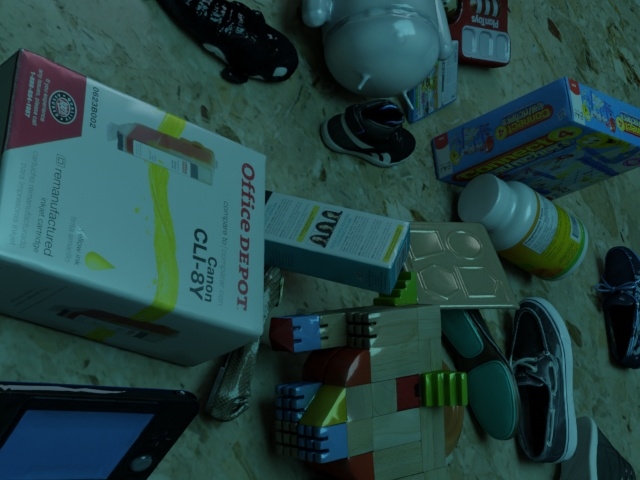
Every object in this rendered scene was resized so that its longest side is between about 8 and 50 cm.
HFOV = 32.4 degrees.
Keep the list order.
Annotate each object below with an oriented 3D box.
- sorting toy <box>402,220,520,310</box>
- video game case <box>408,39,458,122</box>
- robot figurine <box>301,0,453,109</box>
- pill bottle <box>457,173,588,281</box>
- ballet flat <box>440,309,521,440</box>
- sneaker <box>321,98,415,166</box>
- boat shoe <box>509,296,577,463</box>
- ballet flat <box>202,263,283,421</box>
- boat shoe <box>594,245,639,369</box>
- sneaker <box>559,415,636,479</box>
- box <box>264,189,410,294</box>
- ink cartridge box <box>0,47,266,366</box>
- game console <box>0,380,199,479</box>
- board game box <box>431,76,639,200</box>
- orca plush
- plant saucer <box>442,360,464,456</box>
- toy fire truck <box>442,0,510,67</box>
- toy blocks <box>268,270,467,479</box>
[{"bbox_3d":[0.220,0.045,1.871,0.208,0.038,0.193,4,46,-24],"label":"sorting toy"},{"bbox_3d":[0.212,-0.300,2.066,0.166,0.015,0.119,-32,129,-48],"label":"video game case"},{"bbox_3d":[0.100,-0.396,1.905,0.300,0.200,0.353,9,64,-26],"label":"robot figurine"},{"bbox_3d":[0.373,-0.028,2.053,0.246,0.136,0.136,28,53,-34],"label":"pill bottle"},{"bbox_3d":[0.281,0.200,1.888,0.096,0.095,0.280,-17,84,-60],"label":"ballet flat"},{"bbox_3d":[0.117,-0.185,1.880,0.217,0.121,0.079,3,70,-45],"label":"sneaker"},{"bbox_3d":[0.380,0.245,1.961,0.102,0.108,0.301,10,72,-44],"label":"boat shoe"},{"bbox_3d":[-0.095,0.143,1.533,0.058,0.084,0.249,22,55,-1],"label":"ballet flat"},{"bbox_3d":[0.629,0.131,2.260,0.089,0.109,0.258,8,63,-39],"label":"boat shoe"},{"bbox_3d":[0.492,0.466,1.958,0.147,0.105,0.295,40,43,-18],"label":"sneaker"},{"bbox_3d":[0.000,0.000,1.602,0.060,0.244,0.100,87,22,-45],"label":"box"},{"bbox_3d":[-0.260,-0.029,1.395,0.385,0.160,0.279,22,57,-37],"label":"ink cartridge box"},{"bbox_3d":[-0.280,0.301,1.219,0.293,0.250,0.173,10,38,-43],"label":"game console"},{"bbox_3d":[0.422,-0.172,2.044,0.302,0.308,0.086,11,65,-41],"label":"board game box"},{"bbox_3d":[-0.130,-0.353,1.725,0.287,0.102,0.151,42,46,-23],"label":"orca plush"},{"bbox_3d":[0.168,0.259,1.783,0.200,0.037,0.199,21,58,-37],"label":"plant saucer"},{"bbox_3d":[0.273,-0.472,2.165,0.302,0.169,0.253,-3,92,-45],"label":"toy fire truck"},{"bbox_3d":[0.051,0.243,1.561,0.261,0.191,0.381,-4,92,-40],"label":"toy blocks"}]
